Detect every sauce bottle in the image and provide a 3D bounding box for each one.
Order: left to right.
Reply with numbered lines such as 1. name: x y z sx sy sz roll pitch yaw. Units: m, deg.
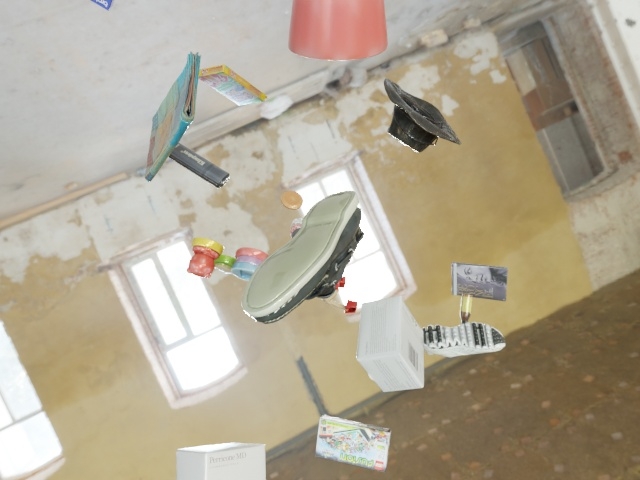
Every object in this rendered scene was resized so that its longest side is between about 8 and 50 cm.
1. sauce bottle: 0.547 0.265 1.878 0.042 0.128 0.042 7 179 0

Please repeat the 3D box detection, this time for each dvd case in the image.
1. dvd case: 0.655 0.170 2.063 0.221 0.165 0.018 6 -146 24

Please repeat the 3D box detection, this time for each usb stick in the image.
1. usb stick: -0.462 -0.285 1.835 0.077 0.277 0.045 -54 172 -31

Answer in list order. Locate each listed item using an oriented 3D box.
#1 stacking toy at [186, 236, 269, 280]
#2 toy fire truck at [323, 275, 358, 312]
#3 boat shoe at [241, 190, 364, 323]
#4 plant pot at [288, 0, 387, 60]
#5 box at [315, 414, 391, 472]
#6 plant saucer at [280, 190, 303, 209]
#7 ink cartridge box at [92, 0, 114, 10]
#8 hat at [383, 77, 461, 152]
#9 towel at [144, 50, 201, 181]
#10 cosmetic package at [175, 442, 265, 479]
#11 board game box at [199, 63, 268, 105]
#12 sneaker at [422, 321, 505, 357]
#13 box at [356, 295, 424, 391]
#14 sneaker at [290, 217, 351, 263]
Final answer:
1. stacking toy: -0.334 0.118 1.891 0.308 0.131 0.280 10 158 9
2. toy fire truck: 0.044 0.190 1.840 0.191 0.135 0.047 9 144 -1
3. boat shoe: -0.008 0.042 0.840 0.127 0.113 0.340 -10 -152 28
4. plant pot: 0.047 -0.627 1.294 0.274 0.243 0.275 -1 -145 1
5. box: 0.094 0.584 1.440 0.206 0.114 0.036 6 177 15
6. plant saucer: -0.103 -0.149 1.810 0.083 0.083 0.013 -25 156 -29
7. ink cartridge box: -0.619 -0.691 1.266 0.097 0.207 0.046 -47 -152 36
8. hat: 0.296 -0.372 1.614 0.134 0.331 0.331 -54 166 29
9. towel: -0.477 -0.383 1.577 0.040 0.272 0.370 16 148 -32
10. cosmetic package: -0.253 0.716 1.264 0.196 0.366 0.155 11 160 -42
11. board game box: -0.308 -0.547 1.784 0.124 0.039 0.259 1 172 30
12. sneaker: 0.503 0.363 1.778 0.291 0.118 0.110 -1 -135 16
13. box: 0.188 0.274 1.316 0.118 0.181 0.182 -14 -137 24
14. sneaker: 0.000 -0.001 1.991 0.090 0.270 0.145 -57 -157 20
